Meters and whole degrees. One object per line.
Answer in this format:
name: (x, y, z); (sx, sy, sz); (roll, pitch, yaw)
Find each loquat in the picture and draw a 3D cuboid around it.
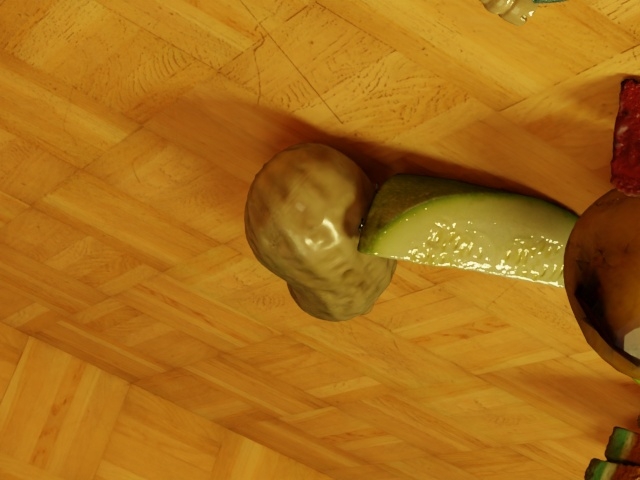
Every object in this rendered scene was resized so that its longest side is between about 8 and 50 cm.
loquat: (0.381, 0.040, 1.641); (0.235, 0.235, 0.235); (17, 158, 7)

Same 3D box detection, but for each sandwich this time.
sandwich: (0.542, 0.360, 2.208); (0.292, 0.109, 0.212); (16, 170, -1)

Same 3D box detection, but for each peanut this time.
peanut: (0.000, 0.000, 1.946); (0.192, 0.169, 0.387); (27, 163, 24)

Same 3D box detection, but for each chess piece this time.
chess piece: (0.146, -0.248, 1.392); (0.122, 0.066, 0.066); (22, 159, -21)

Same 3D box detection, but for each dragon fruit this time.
dragon fruit: (0.397, -0.114, 1.513); (0.192, 0.122, 0.092); (-2, -171, 36)

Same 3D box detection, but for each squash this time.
squash: (0.215, -0.007, 1.813); (0.288, 0.111, 0.203); (16, -170, 19)

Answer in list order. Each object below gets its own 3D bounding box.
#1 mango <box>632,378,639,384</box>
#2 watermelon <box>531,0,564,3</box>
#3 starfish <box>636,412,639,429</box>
mango: (0.521, 0.166, 1.978); (0.233, 0.111, 0.125); (14, 161, 6)
watermelon: (0.225, -0.255, 1.338); (0.085, 0.085, 0.061); (27, -163, -17)
starfish: (0.584, 0.265, 2.145); (0.312, 0.113, 0.303); (31, 173, -30)
